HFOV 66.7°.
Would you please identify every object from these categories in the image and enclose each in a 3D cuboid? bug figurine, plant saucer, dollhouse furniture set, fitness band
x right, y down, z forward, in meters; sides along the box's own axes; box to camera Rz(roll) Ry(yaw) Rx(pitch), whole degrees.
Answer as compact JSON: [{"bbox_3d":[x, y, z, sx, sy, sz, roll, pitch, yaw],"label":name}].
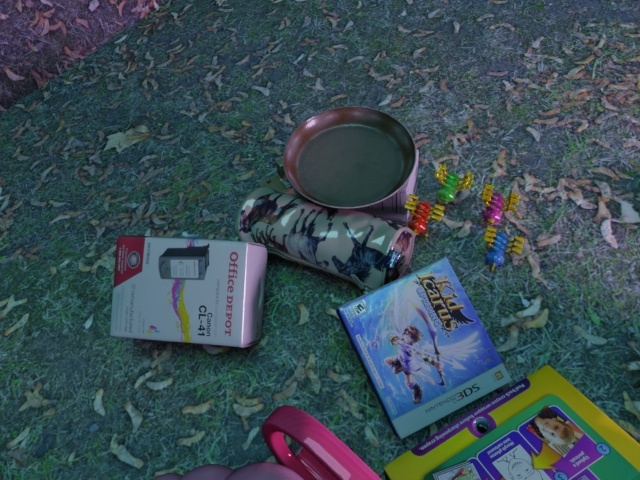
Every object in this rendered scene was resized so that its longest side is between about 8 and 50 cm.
[{"bbox_3d":[0.342,-0.058,1.151,0.278,0.072,0.216,24,66,10],"label":"bug figurine"},{"bbox_3d":[0.068,-0.190,1.145,0.310,0.050,0.311,-3,57,5],"label":"plant saucer"},{"bbox_3d":[-0.089,-0.195,1.287,0.144,0.151,0.123,-32,56,-15],"label":"dollhouse furniture set"},{"bbox_3d":[0.022,0.392,0.809,0.290,0.209,0.054,37,54,16],"label":"fitness band"}]

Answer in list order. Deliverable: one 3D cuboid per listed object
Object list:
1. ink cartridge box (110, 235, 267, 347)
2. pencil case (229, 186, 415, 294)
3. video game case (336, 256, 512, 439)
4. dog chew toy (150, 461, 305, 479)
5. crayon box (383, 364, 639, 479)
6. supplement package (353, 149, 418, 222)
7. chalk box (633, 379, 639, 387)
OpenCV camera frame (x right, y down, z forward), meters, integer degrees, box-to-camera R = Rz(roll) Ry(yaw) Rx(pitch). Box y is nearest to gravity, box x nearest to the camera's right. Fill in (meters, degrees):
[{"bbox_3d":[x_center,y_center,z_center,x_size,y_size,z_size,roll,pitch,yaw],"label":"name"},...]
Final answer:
[{"bbox_3d":[-0.287,0.107,1.070,0.306,0.131,0.226,2,86,12],"label":"ink cartridge box"},{"bbox_3d":[0.000,0.000,1.129,0.410,0.160,0.184,17,55,20],"label":"pencil case"},{"bbox_3d":[0.197,0.203,0.952,0.244,0.061,0.270,-24,79,-9],"label":"video game case"},{"bbox_3d":[-0.172,0.473,0.810,0.331,0.207,0.207,-2,54,18],"label":"dog chew toy"},{"bbox_3d":[0.336,0.412,0.760,0.362,0.106,0.313,-26,41,-13],"label":"crayon box"},{"bbox_3d":[0.114,-0.153,1.232,0.243,0.134,0.139,12,59,17],"label":"supplement package"},{"bbox_3d":[0.705,0.225,0.837,0.288,0.180,0.179,1,55,9],"label":"chalk box"}]
